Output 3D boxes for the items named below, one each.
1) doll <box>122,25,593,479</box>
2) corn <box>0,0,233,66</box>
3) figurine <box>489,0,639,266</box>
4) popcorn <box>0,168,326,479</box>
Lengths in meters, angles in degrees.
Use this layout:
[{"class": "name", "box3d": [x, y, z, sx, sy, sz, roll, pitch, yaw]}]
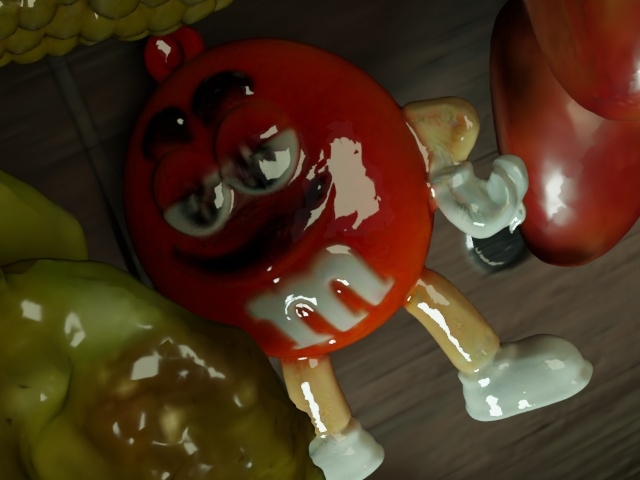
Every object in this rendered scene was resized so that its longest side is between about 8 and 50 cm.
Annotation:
[{"class": "doll", "box3d": [0.000, 0.000, 0.693, 0.183, 0.085, 0.217, -25, 104, 14]}, {"class": "corn", "box3d": [-0.175, -0.117, 0.596, 0.347, 0.130, 0.130, -7, 102, -26]}, {"class": "figurine", "box3d": [0.164, -0.155, 0.681, 0.261, 0.269, 0.211, -28, 76, -6]}, {"class": "popcorn", "box3d": [-0.171, 0.115, 0.554, 0.321, 0.290, 0.326, 50, 55, -6]}]
